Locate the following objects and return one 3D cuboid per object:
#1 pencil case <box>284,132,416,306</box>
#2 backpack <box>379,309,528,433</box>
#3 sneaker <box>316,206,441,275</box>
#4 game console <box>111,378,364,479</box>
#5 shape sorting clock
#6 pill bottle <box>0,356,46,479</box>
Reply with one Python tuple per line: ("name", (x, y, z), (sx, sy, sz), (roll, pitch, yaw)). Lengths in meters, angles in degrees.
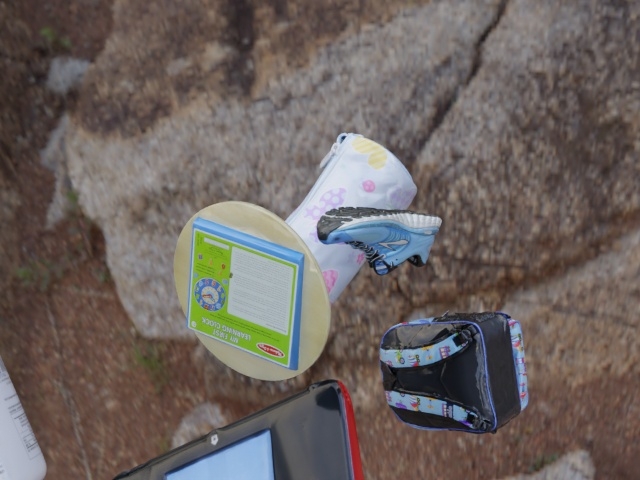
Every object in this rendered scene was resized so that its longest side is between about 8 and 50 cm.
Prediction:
("pencil case", (0.000, 0.000, 1.681), (0.113, 0.124, 0.273), (22, 70, 46))
("backpack", (0.168, 0.169, 1.804), (0.173, 0.117, 0.158), (-5, 98, 40))
("sneaker", (0.065, 0.003, 1.495), (0.063, 0.162, 0.073), (13, 98, 52))
("game console", (-0.099, 0.371, 1.567), (0.386, 0.060, 0.342), (-27, 59, 31))
("shape sorting clock", (-0.074, 0.055, 1.495), (0.206, 0.206, 0.040), (33, 32, 21))
("pill bottle", (-0.472, 0.283, 1.891), (0.160, 0.160, 0.283), (-23, 91, -8))
